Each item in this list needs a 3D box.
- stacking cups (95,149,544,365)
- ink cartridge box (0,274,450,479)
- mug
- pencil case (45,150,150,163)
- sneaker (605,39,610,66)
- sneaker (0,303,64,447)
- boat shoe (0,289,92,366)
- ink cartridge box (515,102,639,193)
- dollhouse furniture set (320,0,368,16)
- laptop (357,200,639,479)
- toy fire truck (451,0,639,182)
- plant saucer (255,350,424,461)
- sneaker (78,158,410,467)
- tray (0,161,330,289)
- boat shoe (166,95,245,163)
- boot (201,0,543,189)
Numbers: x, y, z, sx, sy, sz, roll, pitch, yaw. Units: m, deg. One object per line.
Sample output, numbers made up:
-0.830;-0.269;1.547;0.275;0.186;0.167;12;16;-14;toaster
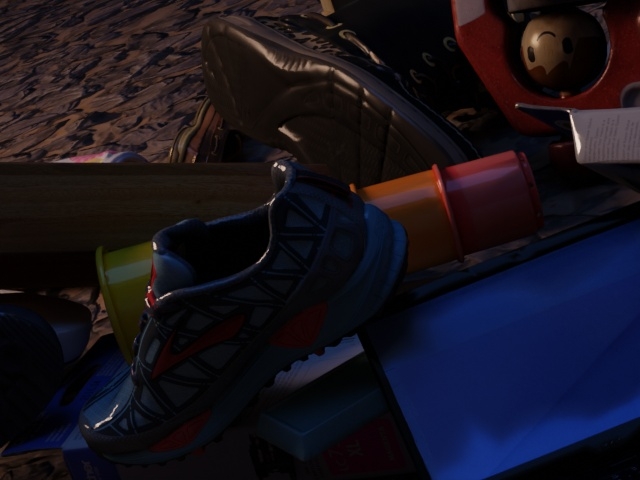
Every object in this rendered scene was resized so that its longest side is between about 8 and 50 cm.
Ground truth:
0.000;0.000;1.271;0.316;0.096;0.096;-19;20;2;stacking cups
-0.052;0.110;1.262;0.311;0.065;0.186;-8;24;22;ink cartridge box
0.159;0.078;1.144;0.064;0.078;0.062;-23;43;-35;mug
-0.272;-0.012;1.699;0.273;0.113;0.124;-4;53;33;pencil case
0.334;-0.214;1.612;0.094;0.153;0.235;-24;21;-18;sneaker
-0.313;0.127;1.303;0.319;0.112;0.131;-29;12;16;sneaker
-0.265;0.095;1.422;0.108;0.102;0.301;-1;3;-30;boat shoe
0.276;-0.040;1.189;0.224;0.045;0.223;3;-13;45;ink cartridge box
0.067;-0.233;1.858;0.161;0.182;0.101;-29;22;-23;dollhouse furniture set
0.166;0.083;1.022;0.234;0.137;0.264;-22;9;-5;laptop
0.255;-0.182;1.471;0.302;0.254;0.169;-7;0;26;toy fire truck
0.049;0.082;1.146;0.192;0.018;0.067;-28;24;-24;plant saucer
-0.075;0.039;1.135;0.262;0.125;0.104;-39;29;19;sneaker
-0.217;-0.010;1.384;0.411;0.076;0.203;-2;-9;-30;tray
-0.110;-0.105;1.881;0.060;0.064;0.178;17;30;7;boat shoe
0.097;-0.137;1.632;0.284;0.138;0.377;-18;32;-32;boot
